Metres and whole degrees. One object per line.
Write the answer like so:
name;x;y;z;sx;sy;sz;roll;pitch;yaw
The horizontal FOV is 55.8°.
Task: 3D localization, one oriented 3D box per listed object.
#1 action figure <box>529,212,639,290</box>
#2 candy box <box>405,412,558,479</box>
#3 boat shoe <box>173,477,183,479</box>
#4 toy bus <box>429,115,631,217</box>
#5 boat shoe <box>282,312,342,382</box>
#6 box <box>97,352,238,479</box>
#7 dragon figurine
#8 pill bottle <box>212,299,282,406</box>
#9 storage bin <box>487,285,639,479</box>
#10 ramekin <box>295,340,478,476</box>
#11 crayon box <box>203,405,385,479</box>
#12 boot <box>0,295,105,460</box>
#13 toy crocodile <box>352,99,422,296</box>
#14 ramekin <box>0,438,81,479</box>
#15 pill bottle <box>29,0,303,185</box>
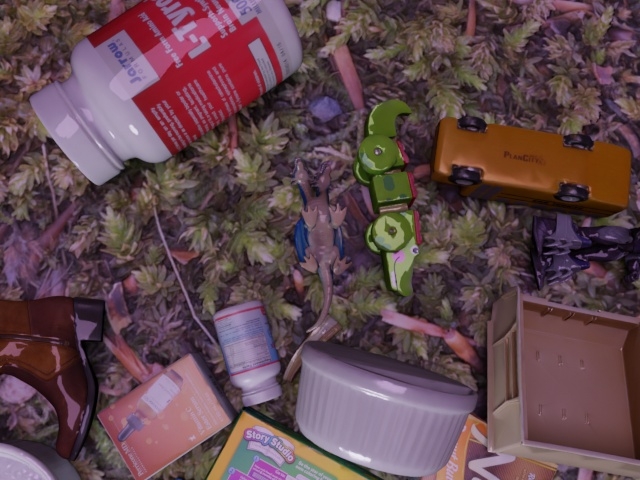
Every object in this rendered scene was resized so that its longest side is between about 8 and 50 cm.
action figure;0.503;0.006;1.012;0.285;0.185;0.099;-8;49;12
candy box;0.216;0.444;0.961;0.183;0.087;0.316;30;80;4
boat shoe;-0.283;0.499;0.938;0.109;0.089;0.258;18;81;2
toy bus;0.354;-0.123;1.040;0.333;0.130;0.108;9;81;0
boat shoe;-0.013;0.186;1.018;0.045;0.050;0.135;34;81;10
box;-0.242;0.281;0.976;0.171;0.091;0.130;-34;83;-7
dragon figurine;0.000;0.000;1.032;0.085;0.144;0.289;-6;100;-4
pill bottle;-0.116;0.186;0.997;0.087;0.087;0.160;-17;82;-4
storage bin;0.408;0.218;0.946;0.263;0.123;0.260;12;61;-5
ramekin;0.087;0.247;0.902;0.273;0.273;0.127;16;86;1
crayon box;-0.041;0.404;0.964;0.279;0.081;0.165;28;80;3
boot;-0.495;0.209;0.945;0.281;0.096;0.264;3;79;-16
toy crocodile;0.122;-0.072;1.033;0.105;0.115;0.340;-8;80;-3
ramekin;-0.496;0.439;0.921;0.277;0.135;0.277;0;81;-2
pill bottle;-0.250;-0.277;1.002;0.408;0.229;0.229;-37;83;-7
